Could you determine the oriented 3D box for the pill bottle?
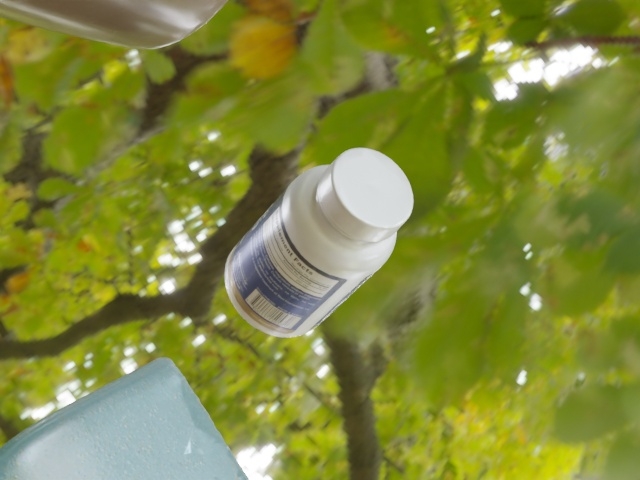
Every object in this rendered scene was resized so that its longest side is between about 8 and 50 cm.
[{"bbox_3d":[0.000,0.000,0.879,0.067,0.067,0.120,47,-41,2],"label":"pill bottle"}]

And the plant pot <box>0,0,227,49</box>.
[{"bbox_3d":[-0.160,-0.222,0.941,0.263,0.229,0.263,-20,-123,34],"label":"plant pot"}]

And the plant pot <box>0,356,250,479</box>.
[{"bbox_3d":[-0.197,0.279,1.210,0.247,0.252,0.248,55,-50,15],"label":"plant pot"}]
